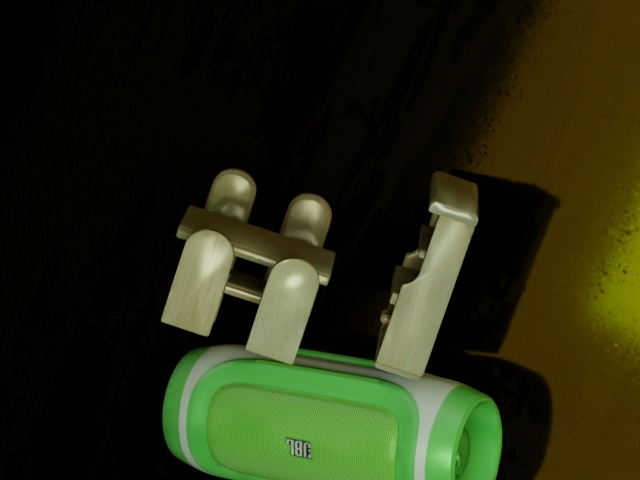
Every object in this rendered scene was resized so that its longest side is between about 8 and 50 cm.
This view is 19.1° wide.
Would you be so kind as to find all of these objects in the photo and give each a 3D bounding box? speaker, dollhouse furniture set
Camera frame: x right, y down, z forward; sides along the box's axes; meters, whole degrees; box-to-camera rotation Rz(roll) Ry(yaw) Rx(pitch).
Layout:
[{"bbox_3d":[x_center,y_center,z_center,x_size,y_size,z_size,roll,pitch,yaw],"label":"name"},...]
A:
[{"bbox_3d":[0.009,0.171,1.724,0.296,0.131,0.131,7,98,28],"label":"speaker"},{"bbox_3d":[0.000,0.000,1.670,0.242,0.212,0.161,18,107,-1],"label":"dollhouse furniture set"}]
